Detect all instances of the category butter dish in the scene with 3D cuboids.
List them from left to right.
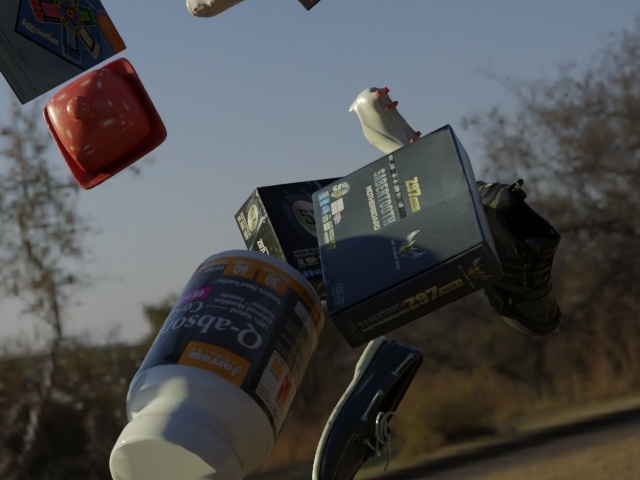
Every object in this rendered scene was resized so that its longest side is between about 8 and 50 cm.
[{"bbox_3d":[-0.334,-0.183,2.152,0.160,0.160,0.118,-32,-17,8],"label":"butter dish"}]

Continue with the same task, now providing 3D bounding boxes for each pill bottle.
[{"bbox_3d":[-0.108,0.152,1.543,0.162,0.162,0.278,-13,33,30],"label":"pill bottle"}]

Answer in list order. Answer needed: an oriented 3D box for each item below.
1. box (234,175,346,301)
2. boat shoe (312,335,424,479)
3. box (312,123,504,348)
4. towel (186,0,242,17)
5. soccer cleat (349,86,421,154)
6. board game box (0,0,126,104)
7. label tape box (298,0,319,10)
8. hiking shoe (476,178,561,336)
[{"bbox_3d":[0.000,0.000,1.947,0.180,0.147,0.077,-8,-26,-34],"label":"box"},{"bbox_3d":[0.066,0.246,1.981,0.079,0.254,0.095,15,-34,20],"label":"boat shoe"},{"bbox_3d":[0.090,-0.009,1.599,0.183,0.232,0.059,-26,-54,14],"label":"box"},{"bbox_3d":[0.013,-0.410,1.962,0.332,0.053,0.317,-24,10,27],"label":"towel"},{"bbox_3d":[0.123,-0.163,2.417,0.076,0.196,0.068,-38,-7,35],"label":"soccer cleat"},{"bbox_3d":[-0.345,-0.294,1.669,0.145,0.027,0.281,-28,-48,-1],"label":"board game box"},{"bbox_3d":[-0.111,-0.544,2.289,0.106,0.240,0.334,-39,-54,15],"label":"label tape box"},{"bbox_3d":[0.261,0.027,1.874,0.086,0.227,0.114,-38,18,-29],"label":"hiking shoe"}]
